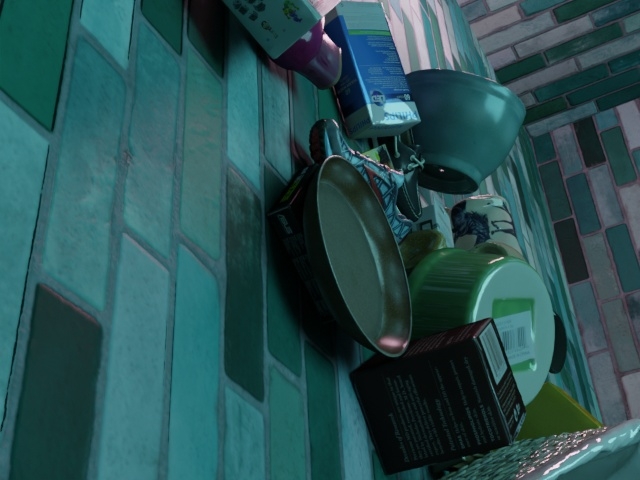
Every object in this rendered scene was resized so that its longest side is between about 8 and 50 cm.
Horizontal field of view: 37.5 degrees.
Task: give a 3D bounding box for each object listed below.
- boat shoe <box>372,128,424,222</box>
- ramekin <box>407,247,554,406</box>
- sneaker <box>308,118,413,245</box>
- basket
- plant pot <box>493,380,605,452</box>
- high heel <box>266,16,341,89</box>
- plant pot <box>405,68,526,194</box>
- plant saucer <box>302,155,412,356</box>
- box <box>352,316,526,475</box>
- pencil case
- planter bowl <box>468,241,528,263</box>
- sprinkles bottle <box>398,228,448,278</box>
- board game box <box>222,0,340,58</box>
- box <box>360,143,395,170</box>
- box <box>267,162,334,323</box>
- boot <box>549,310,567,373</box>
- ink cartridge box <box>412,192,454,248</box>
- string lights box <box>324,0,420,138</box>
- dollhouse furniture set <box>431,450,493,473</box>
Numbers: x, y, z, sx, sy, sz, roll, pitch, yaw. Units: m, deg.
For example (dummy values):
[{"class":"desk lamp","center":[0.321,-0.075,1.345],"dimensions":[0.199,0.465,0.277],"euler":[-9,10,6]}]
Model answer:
[{"class":"boat shoe","center":[0.163,-0.181,1.934],"dimensions":[0.114,0.091,0.302],"euler":[0,71,-68]},{"class":"ramekin","center":[0.281,0.163,1.654],"dimensions":[0.303,0.148,0.303],"euler":[1,89,-45]},{"class":"sneaker","center":[0.071,-0.099,1.554],"dimensions":[0.261,0.125,0.104],"euler":[64,-6,-27]},{"class":"basket","center":[0.348,0.476,1.402],"dimensions":[0.331,0.266,0.328],"euler":[-14,84,-41]},{"class":"plant pot","center":[0.464,0.405,1.897],"dimensions":[0.212,0.187,0.212],"euler":[42,6,30]},{"class":"high heel","center":[-0.050,-0.444,1.612],"dimensions":[0.181,0.127,0.377],"euler":[32,37,-49]},{"class":"plant pot","center":[0.283,-0.219,2.069],"dimensions":[0.293,0.293,0.196],"euler":[38,64,-55]},{"class":"plant saucer","center":[0.051,0.028,1.397],"dimensions":[0.310,0.050,0.310],"euler":[50,29,-41]},{"class":"box","center":[0.186,0.236,1.447],"dimensions":[0.167,0.203,0.168],"euler":[70,21,0]},{"class":"pencil case","center":[0.376,0.101,2.126],"dimensions":[0.160,0.184,0.410],"euler":[91,-7,-60]},{"class":"planter bowl","center":[0.359,0.068,1.988],"dimensions":[0.109,0.162,0.162],"euler":[52,26,-57]},{"class":"sprinkles bottle","center":[0.253,0.147,1.818],"dimensions":[0.355,0.121,0.121],"euler":[58,23,-27]},{"class":"board game box","center":[-0.107,-0.429,1.364],"dimensions":[0.303,0.097,0.224],"euler":[49,25,-10]},{"class":"box","center":[0.082,-0.119,1.723],"dimensions":[0.087,0.058,0.232],"euler":[68,21,-5]},{"class":"box","center":[0.000,0.000,1.423],"dimensions":[0.190,0.045,0.184],"euler":[64,20,-16]},{"class":"boot","center":[0.359,0.167,1.926],"dimensions":[0.091,0.229,0.263],"euler":[-44,109,-39]},{"class":"ink cartridge box","center":[0.241,0.000,2.009],"dimensions":[0.104,0.060,0.180],"euler":[50,28,-44]},{"class":"string lights box","center":[0.090,-0.334,1.843],"dimensions":[0.133,0.077,0.259],"euler":[-9,78,-39]},{"class":"dollhouse furniture set","center":[0.269,0.439,1.628],"dimensions":[0.184,0.129,0.129],"euler":[20,49,-33]}]
